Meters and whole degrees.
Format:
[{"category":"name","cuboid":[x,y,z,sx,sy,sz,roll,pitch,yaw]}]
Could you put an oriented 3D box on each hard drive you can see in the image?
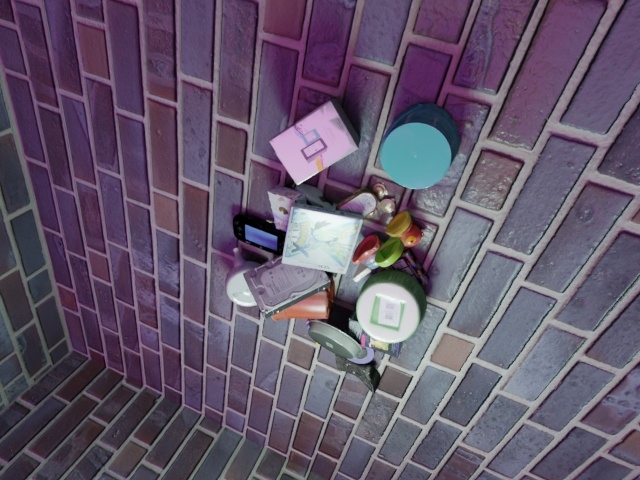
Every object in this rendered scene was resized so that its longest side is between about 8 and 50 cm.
[{"category":"hard drive","cuboid":[-0.154,0.178,1.933,0.237,0.338,0.064,58,165,29]}]

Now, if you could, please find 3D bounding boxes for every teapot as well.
[{"category":"teapot","cuboid":[-0.369,0.203,2.187,0.252,0.187,0.256,19,113,-21]}]

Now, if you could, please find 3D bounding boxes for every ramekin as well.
[{"category":"ramekin","cuboid":[0.298,0.288,1.821,0.302,0.148,0.304,2,98,17]}]

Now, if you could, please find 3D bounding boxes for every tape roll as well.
[{"category":"tape roll","cuboid":[0.196,0.541,2.200,0.188,0.080,0.189,12,125,17]}]

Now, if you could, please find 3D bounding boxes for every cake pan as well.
[{"category":"cake pan","cuboid":[0.060,0.488,2.067,0.292,0.054,0.293,26,156,13]}]

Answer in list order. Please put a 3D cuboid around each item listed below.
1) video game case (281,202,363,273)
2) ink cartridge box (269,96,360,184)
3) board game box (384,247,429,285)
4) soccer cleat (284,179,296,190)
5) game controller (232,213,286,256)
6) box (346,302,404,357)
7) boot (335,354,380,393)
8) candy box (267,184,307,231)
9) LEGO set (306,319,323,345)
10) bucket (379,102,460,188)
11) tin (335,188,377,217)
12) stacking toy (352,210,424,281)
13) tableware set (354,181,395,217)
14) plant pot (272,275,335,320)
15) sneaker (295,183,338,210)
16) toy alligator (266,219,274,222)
[{"category":"video game case","cuboid":[0.000,0.000,1.813,0.299,0.036,0.329,10,131,-4]},{"category":"ink cartridge box","cuboid":[-0.016,-0.376,1.596,0.269,0.198,0.197,-28,106,18]},{"category":"board game box","cuboid":[0.376,0.134,1.879,0.141,0.048,0.170,-25,107,36]},{"category":"soccer cleat","cuboid":[-0.156,-0.214,1.895,0.072,0.060,0.179,35,131,3]},{"category":"game controller","cuboid":[-0.284,-0.020,2.070,0.318,0.067,0.167,21,127,12]},{"category":"box","cuboid":[0.276,0.417,2.029,0.270,0.165,0.144,17,126,13]},{"category":"boot","cuboid":[0.199,0.719,2.317,0.228,0.091,0.263,10,136,33]},{"category":"candy box","cuboid":[-0.133,-0.128,1.843,0.164,0.070,0.197,20,135,33]},{"category":"LEGO set","cuboid":[-0.005,0.493,2.252,0.227,0.093,0.087,37,128,-1]},{"category":"bucket","cuboid":[0.351,-0.329,1.510,0.280,0.183,0.282,12,124,18]},{"category":"tin","cuboid":[0.148,-0.137,1.754,0.189,0.040,0.106,-32,109,15]},{"category":"stacking toy","cuboid":[0.277,0.058,1.743,0.130,0.280,0.308,40,128,-18]},{"category":"tableware set","cuboid":[0.226,-0.167,1.775,0.168,0.020,0.141,-15,113,30]},{"category":"plant pot","cuboid":[-0.077,0.266,2.051,0.264,0.272,0.273,4,122,13]},{"category":"sneaker","cuboid":[-0.019,-0.125,1.859,0.268,0.101,0.153,34,126,-2]},{"category":"toy alligator","cuboid":[-0.164,-0.079,1.993,0.189,0.056,0.052,25,85,13]}]
